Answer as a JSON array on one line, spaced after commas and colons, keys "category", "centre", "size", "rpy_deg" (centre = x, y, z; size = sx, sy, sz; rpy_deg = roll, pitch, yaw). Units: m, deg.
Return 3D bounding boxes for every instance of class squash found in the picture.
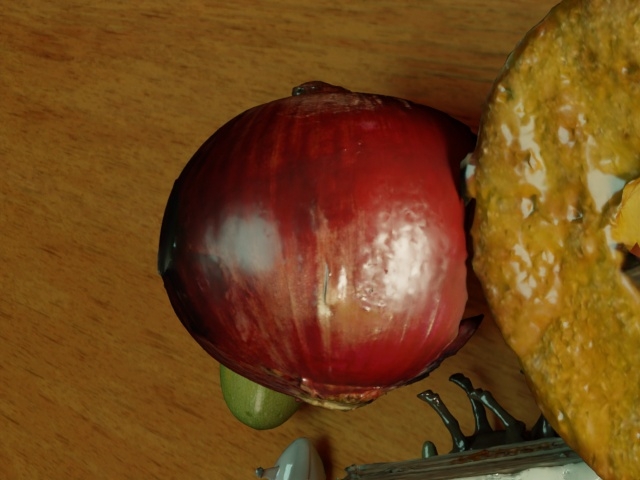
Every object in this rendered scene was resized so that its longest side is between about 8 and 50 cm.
[{"category": "squash", "centre": [-0.063, 0.142, 1.727], "size": [0.123, 0.123, 0.187], "rpy_deg": [46, 138, 36]}]

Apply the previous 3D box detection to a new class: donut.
[{"category": "donut", "centre": [0.302, -0.032, 1.162], "size": [0.378, 0.163, 0.435], "rpy_deg": [61, 142, 24]}]

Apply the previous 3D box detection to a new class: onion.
[{"category": "onion", "centre": [0.000, 0.008, 1.425], "size": [0.341, 0.341, 0.341], "rpy_deg": [18, 113, 50]}]

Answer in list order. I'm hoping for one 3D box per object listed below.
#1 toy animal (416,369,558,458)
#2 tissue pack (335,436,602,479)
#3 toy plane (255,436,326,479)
[{"category": "toy animal", "centre": [0.151, 0.231, 1.485], "size": [0.214, 0.093, 0.186], "rpy_deg": [-12, 98, 45]}, {"category": "tissue pack", "centre": [0.182, 0.381, 1.331], "size": [0.287, 0.162, 0.388], "rpy_deg": [-10, 91, 12]}, {"category": "toy plane", "centre": [-0.048, 0.349, 1.771], "size": [0.251, 0.101, 0.255], "rpy_deg": [43, 132, 54]}]
